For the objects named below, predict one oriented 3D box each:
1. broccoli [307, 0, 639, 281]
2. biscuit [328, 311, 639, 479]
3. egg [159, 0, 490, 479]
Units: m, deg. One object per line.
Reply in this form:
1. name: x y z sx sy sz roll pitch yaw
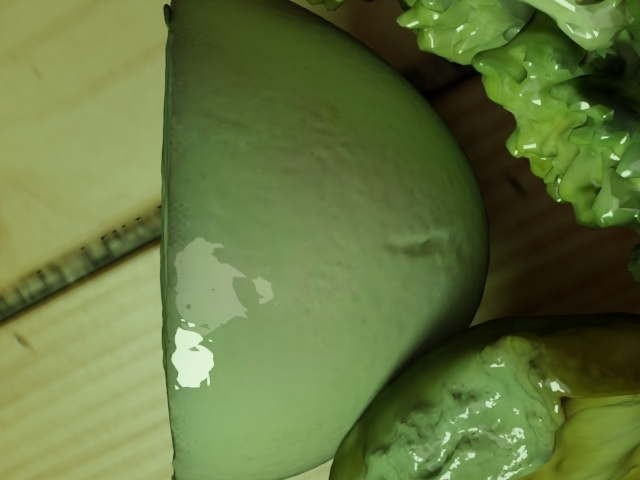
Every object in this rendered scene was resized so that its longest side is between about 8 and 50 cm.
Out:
1. broccoli: 0.122 -0.166 0.692 0.348 0.281 0.293 34 117 -1
2. biscuit: 0.096 0.130 0.819 0.335 0.329 0.078 -35 60 20
3. egg: 0.001 0.015 0.816 0.162 0.206 0.271 0 124 -4
